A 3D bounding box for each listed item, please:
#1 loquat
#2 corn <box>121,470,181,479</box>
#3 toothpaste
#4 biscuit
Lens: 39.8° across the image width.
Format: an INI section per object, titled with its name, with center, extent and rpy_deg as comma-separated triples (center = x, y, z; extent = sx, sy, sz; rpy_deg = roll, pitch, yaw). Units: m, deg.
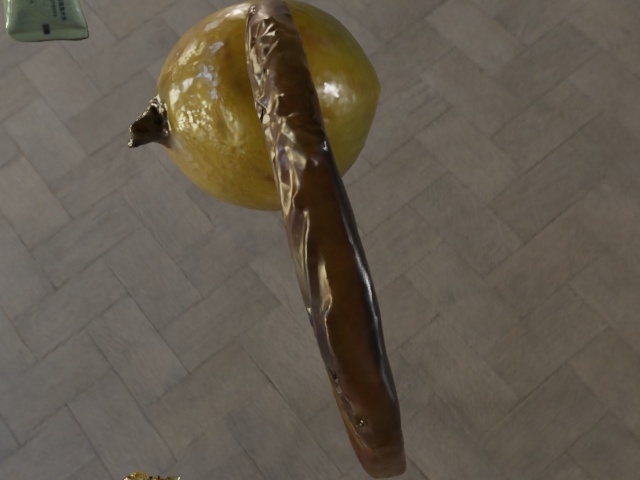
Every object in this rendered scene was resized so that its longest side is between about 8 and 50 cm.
[loquat]
center = -0.072, -0.130, 0.862
extent = 0.246, 0.213, 0.213
rpy_deg = -14, 62, -24
[corn]
center = -0.188, 0.294, 0.634
extent = 0.106, 0.106, 0.293
rpy_deg = 36, 83, 21
[toothpaste]
center = -0.205, -0.244, 0.606
extent = 0.060, 0.234, 0.038
rpy_deg = -10, 39, -14
[biscuit]
center = 0.000, 0.000, 0.586
extent = 0.040, 0.318, 0.318
rpy_deg = -14, 64, 0
